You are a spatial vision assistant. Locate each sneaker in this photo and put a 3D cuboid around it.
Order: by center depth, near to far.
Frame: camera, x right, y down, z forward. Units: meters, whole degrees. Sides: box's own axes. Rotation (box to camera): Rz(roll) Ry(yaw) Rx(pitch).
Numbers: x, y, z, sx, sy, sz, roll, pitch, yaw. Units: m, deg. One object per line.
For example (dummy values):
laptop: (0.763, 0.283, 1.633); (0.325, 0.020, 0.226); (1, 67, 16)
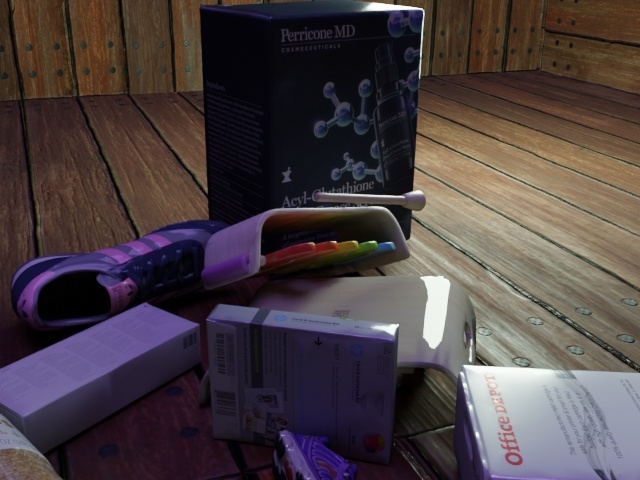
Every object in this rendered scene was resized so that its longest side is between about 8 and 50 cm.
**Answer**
sneaker: (0.007, 0.220, 0.661); (0.071, 0.068, 0.170); (0, 21, -17)
sneaker: (-0.247, 0.056, 1.002); (0.319, 0.112, 0.131); (-17, 21, -18)

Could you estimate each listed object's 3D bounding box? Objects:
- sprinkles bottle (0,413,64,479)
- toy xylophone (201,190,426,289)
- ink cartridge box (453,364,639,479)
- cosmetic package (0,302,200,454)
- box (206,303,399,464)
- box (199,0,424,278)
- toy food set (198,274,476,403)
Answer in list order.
sprinkles bottle: (-0.323, 0.193, 0.643); (0.121, 0.121, 0.355); (-20, 30, -41)
toy xylophone: (0.000, 0.000, 1.015); (0.322, 0.081, 0.236); (-6, -10, -36)
ink cartridge box: (0.248, 0.201, 0.666); (0.237, 0.100, 0.172); (2, 22, 1)
cosmetic package: (-0.253, 0.149, 0.834); (0.099, 0.060, 0.239); (18, 27, 33)
box: (-0.018, 0.143, 0.743); (0.186, 0.145, 0.038); (5, 23, 13)
box: (-0.015, -0.180, 1.214); (0.293, 0.395, 0.212); (-15, 26, -33)
toy food set: (0.029, 0.129, 0.883); (0.306, 0.092, 0.220); (-3, 21, 14)
